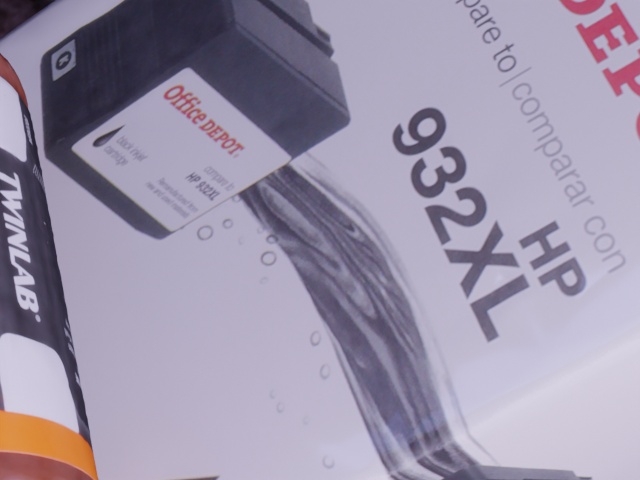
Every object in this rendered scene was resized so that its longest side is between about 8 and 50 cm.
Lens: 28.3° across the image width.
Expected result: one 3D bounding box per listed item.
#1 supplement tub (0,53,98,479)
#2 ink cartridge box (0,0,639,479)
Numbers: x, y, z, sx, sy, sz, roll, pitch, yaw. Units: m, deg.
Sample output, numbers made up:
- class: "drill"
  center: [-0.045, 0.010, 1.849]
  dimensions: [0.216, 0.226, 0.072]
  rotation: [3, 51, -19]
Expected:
- class: "supplement tub"
  center: [-0.118, 0.039, 0.344]
  dimensions: [0.106, 0.106, 0.197]
  rotation: [-26, 61, 15]
- class: "ink cartridge box"
  center: [0.000, 0.000, 0.435]
  dimensions: [0.307, 0.129, 0.223]
  rotation: [-31, 58, 15]
